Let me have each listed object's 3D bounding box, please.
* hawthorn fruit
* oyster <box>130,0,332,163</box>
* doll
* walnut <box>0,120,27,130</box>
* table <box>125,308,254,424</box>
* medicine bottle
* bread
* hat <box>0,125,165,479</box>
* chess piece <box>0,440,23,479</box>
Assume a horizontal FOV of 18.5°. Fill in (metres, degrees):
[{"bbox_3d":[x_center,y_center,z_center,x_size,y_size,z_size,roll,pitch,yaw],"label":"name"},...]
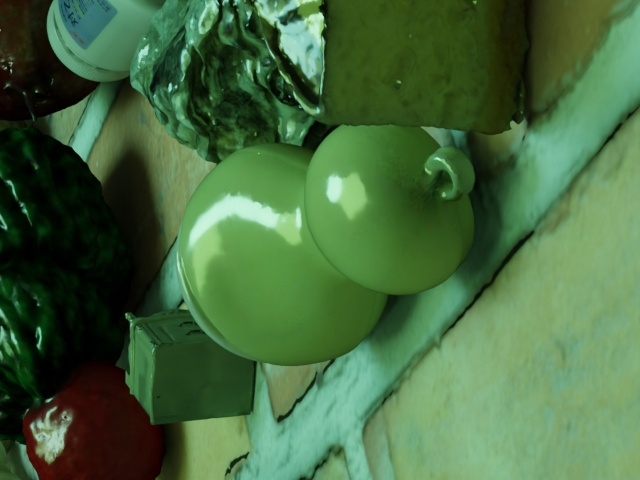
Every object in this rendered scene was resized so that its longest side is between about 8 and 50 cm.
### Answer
[{"bbox_3d":[-0.250,-0.172,1.676,0.235,0.181,0.181,-115,32,-42],"label":"hawthorn fruit"},{"bbox_3d":[-0.059,-0.131,1.296,0.267,0.112,0.198,114,146,-52],"label":"oyster"},{"bbox_3d":[0.009,-0.005,1.165,0.296,0.117,0.141,-24,92,52],"label":"doll"},{"bbox_3d":[-0.380,-0.061,1.974,0.245,0.198,0.198,120,141,-51],"label":"walnut"},{"bbox_3d":[-0.099,0.089,1.455,0.083,0.079,0.062,-141,51,-63],"label":"table"},{"bbox_3d":[-0.144,-0.189,1.499,0.187,0.103,0.102,150,115,-65],"label":"medicine bottle"},{"bbox_3d":[0.048,-0.130,1.011,0.127,0.147,0.152,-33,68,50],"label":"bread"},{"bbox_3d":[-0.254,0.091,1.654,0.332,0.242,0.274,61,165,23],"label":"hat"},{"bbox_3d":[-0.382,0.216,2.108,0.397,0.117,0.117,-118,33,-42],"label":"chess piece"}]
